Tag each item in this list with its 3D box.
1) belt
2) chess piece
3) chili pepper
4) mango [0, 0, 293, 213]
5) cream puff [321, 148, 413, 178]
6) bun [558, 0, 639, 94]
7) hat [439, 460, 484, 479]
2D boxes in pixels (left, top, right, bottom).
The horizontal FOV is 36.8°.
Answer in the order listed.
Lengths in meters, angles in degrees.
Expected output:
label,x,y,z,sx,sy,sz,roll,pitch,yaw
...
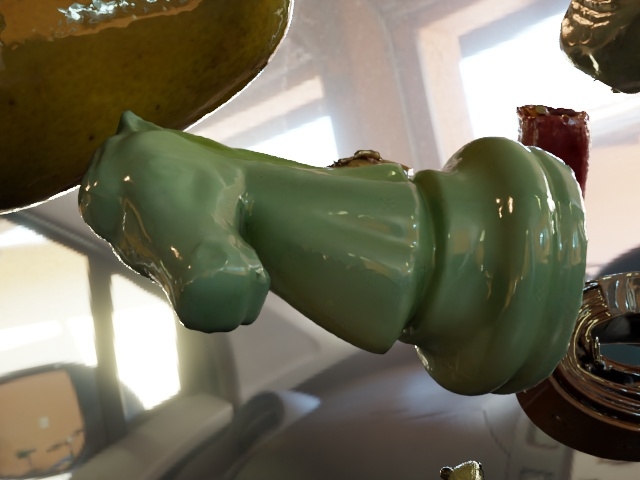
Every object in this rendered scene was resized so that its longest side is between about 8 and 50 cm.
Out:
label,x,y,z,sx,sy,sz,roll,pitch,yaw
belt,0.338,0.132,1.014,0.261,0.184,0.105,7,-29,-9
chess piece,0.000,0.000,0.599,0.298,0.176,0.176,9,-9,-15
chili pepper,0.344,-0.039,1.508,0.131,0.338,0.134,5,19,-8
mango,-0.206,-0.148,0.749,0.378,0.221,0.264,-18,3,-12
cream puff,0.083,0.024,1.572,0.350,0.350,0.229,-8,-43,-39
bun,0.373,-0.262,1.054,0.141,0.239,0.239,31,-15,-11
hat,0.193,0.343,1.309,0.059,0.077,0.076,-2,29,13
